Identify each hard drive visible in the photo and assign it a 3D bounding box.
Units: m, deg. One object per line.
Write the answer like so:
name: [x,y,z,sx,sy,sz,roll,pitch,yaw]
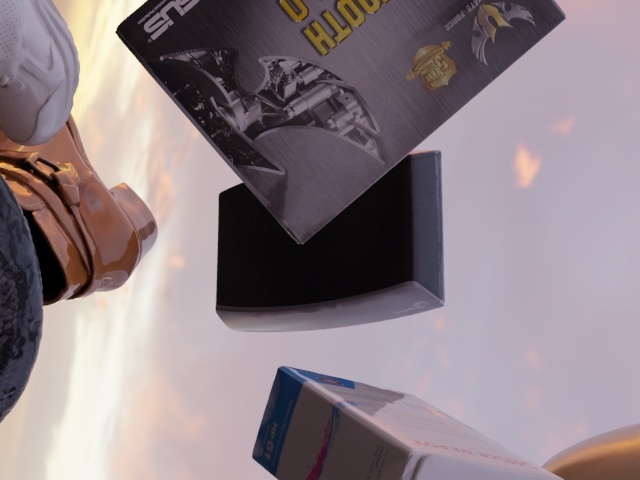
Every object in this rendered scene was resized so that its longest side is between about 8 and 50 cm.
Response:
hard drive: [0.000,0.000,1.091,0.255,0.054,0.172,-9,-107,33]

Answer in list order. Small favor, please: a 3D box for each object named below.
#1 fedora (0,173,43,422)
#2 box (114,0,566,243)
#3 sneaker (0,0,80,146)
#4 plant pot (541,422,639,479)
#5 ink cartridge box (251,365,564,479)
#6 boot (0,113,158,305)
fedora: [-0.320,-0.001,0.675,0.152,0.334,0.334,-80,-173,-65]
box: [0.013,-0.140,0.717,0.231,0.183,0.056,-40,-170,0]
sneaker: [-0.252,-0.166,0.810,0.115,0.090,0.232,-43,138,-46]
plant pot: [0.286,0.224,0.686,0.191,0.284,0.284,-45,-145,45]
ink cartridge box: [0.036,0.105,0.503,0.122,0.088,0.052,19,-88,60]
boot: [-0.277,-0.055,0.936,0.109,0.283,0.220,-43,-179,15]
